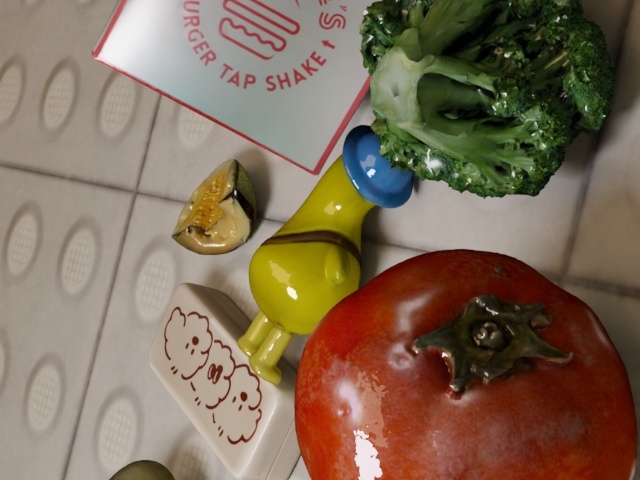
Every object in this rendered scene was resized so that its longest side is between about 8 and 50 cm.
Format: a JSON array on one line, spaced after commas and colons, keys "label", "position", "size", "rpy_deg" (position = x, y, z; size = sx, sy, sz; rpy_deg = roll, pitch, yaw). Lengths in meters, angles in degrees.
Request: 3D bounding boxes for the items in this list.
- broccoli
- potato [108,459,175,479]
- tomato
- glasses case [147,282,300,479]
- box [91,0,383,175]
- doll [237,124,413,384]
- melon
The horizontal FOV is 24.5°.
[{"label": "broccoli", "position": [0.162, -0.184, 1.590], "size": [0.307, 0.275, 0.308], "rpy_deg": [3, 94, 39]}, {"label": "potato", "position": [-0.246, 0.421, 2.029], "size": [0.178, 0.160, 0.235], "rpy_deg": [78, -174, -85]}, {"label": "tomato", "position": [0.143, 0.180, 1.450], "size": [0.293, 0.325, 0.290], "rpy_deg": [59, 152, 34]}, {"label": "glasses case", "position": [-0.125, 0.190, 2.010], "size": [0.336, 0.076, 0.144], "rpy_deg": [41, 111, 52]}, {"label": "box", "position": [-0.057, -0.321, 1.832], "size": [0.312, 0.314, 0.300], "rpy_deg": [-59, 10, 21]}, {"label": "doll", "position": [0.000, 0.000, 1.859], "size": [0.363, 0.145, 0.199], "rpy_deg": [-60, 30, 9]}, {"label": "melon", "position": [-0.133, -0.051, 2.119], "size": [0.160, 0.079, 0.128], "rpy_deg": [-36, 33, 43]}]
